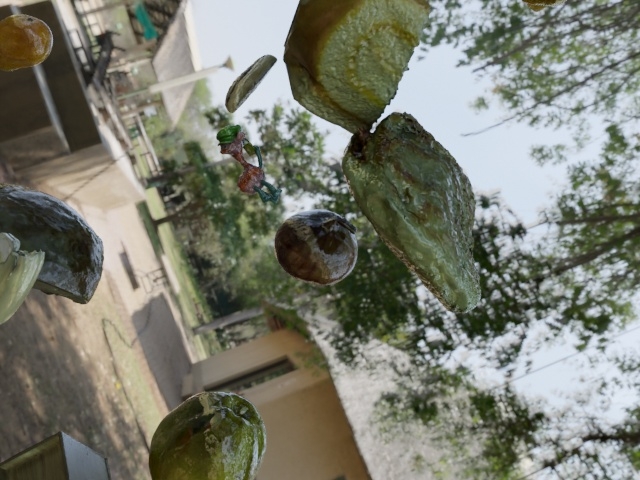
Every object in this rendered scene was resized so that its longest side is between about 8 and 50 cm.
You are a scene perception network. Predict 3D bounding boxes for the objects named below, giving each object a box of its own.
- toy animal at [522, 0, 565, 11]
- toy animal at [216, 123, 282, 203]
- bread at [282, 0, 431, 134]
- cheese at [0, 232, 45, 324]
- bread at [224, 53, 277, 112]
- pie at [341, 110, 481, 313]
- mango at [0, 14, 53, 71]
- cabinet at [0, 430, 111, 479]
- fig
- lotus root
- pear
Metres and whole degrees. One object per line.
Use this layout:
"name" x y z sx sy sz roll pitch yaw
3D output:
"toy animal" 0.441 -0.504 1.128 0.230 0.156 0.156 -16 -85 37
"toy animal" -0.161 -0.175 1.519 0.208 0.103 0.100 54 -42 9
"bread" 0.047 -0.420 1.391 0.395 0.264 0.239 119 -25 -47
"cheese" -0.447 0.095 0.865 0.127 0.050 0.235 28 -78 29
"bread" -0.177 -0.400 1.620 0.053 0.214 0.073 41 -33 -12
"pie" 0.210 -0.066 1.360 0.395 0.180 0.418 39 31 -33
"mango" -0.683 -0.448 1.467 0.089 0.165 0.115 -70 149 -52
"cabinet" -0.635 0.600 1.578 0.148 0.175 0.215 61 -3 38
"fig" -0.009 0.009 1.797 0.235 0.235 0.214 -121 -163 -44
"lotus root" -0.505 -0.011 1.090 0.142 0.314 0.210 -25 -117 46
"pear" -0.256 0.483 1.466 0.321 0.269 0.269 -52 -137 22
